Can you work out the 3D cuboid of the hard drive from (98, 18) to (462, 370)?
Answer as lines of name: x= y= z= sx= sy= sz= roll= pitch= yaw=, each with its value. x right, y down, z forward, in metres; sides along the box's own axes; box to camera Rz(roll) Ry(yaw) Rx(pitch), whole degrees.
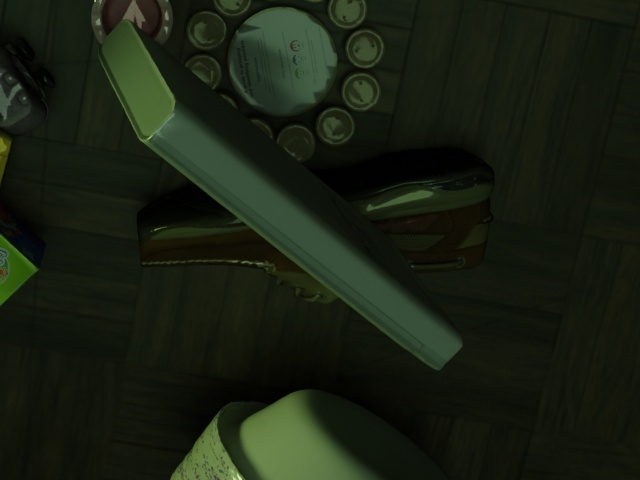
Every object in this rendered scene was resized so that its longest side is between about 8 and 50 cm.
hard drive: x=-0.032 y=-0.036 z=1.302 sx=0.307 sy=0.203 sz=0.040 roll=38 pitch=99 yaw=-29

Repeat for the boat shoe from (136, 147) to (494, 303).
boat shoe: x=0.000 y=0.000 z=1.508 sx=0.324 sy=0.122 sz=0.119 roll=-7 pitch=110 yaw=-1

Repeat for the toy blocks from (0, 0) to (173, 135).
toy blocks: x=-0.222 y=-0.256 z=1.341 sx=0.309 sy=0.260 sz=0.288 roll=-34 pitch=106 yaw=6

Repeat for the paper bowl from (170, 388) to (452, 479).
paper bowl: x=0.017 y=0.243 z=1.493 sx=0.284 sy=0.284 sz=0.148 roll=33 pitch=101 yaw=-13

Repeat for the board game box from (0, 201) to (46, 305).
board game box: x=-0.447 y=0.050 z=1.477 sx=0.347 sy=0.078 sz=0.233 roll=-43 pitch=105 yaw=9

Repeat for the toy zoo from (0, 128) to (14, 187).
toy zoo: x=-0.394 y=-0.025 z=1.516 sx=0.192 sy=0.030 sz=0.293 roll=16 pitch=105 yaw=-9

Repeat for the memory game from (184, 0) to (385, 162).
memory game: x=-0.033 y=-0.159 z=1.507 sx=0.186 sy=0.012 sz=0.186 roll=-1 pitch=103 yaw=-2
